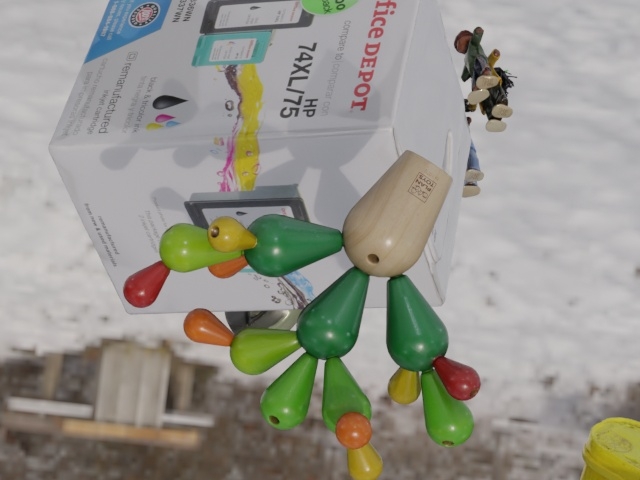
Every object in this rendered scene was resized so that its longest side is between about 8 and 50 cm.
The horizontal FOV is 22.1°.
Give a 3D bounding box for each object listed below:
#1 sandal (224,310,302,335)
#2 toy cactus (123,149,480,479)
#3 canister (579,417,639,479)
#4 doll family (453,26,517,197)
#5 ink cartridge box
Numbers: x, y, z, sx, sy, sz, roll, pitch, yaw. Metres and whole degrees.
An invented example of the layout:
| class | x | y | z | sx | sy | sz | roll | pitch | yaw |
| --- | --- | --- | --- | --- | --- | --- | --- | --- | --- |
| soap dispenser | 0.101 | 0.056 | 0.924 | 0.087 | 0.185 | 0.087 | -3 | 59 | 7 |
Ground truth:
| class | x | y | z | sx | sy | sz | roll | pitch | yaw |
| --- | --- | --- | --- | --- | --- | --- | --- | --- | --- |
| sandal | -0.001 | 0.001 | 1.497 | 0.086 | 0.303 | 0.120 | 42 | 133 | -16 |
| toy cactus | 0.013 | 0.029 | 0.954 | 0.219 | 0.180 | 0.112 | 32 | 179 | 5 |
| canister | 0.261 | 0.251 | 1.354 | 0.126 | 0.170 | 0.073 | 28 | -152 | 32 |
| doll family | 0.157 | -0.139 | 1.736 | 0.076 | 0.193 | 0.111 | 9 | -142 | -21 |
| ink cartridge box | -0.035 | -0.077 | 1.297 | 0.270 | 0.198 | 0.197 | -2 | 136 | 17 |
